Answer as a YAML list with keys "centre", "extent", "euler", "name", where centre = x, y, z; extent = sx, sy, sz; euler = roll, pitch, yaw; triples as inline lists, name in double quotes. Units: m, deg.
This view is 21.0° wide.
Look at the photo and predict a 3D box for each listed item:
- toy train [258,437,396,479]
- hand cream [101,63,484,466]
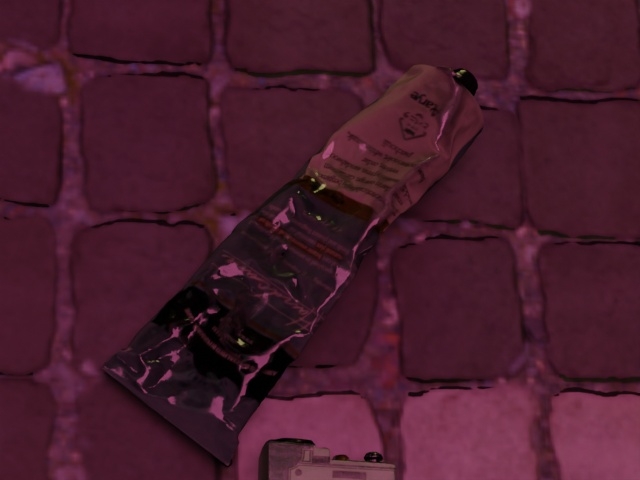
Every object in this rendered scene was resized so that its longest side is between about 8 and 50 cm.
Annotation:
- centre: [0.009, 0.126, 0.839]
  extent: [0.083, 0.033, 0.053]
  euler: [5, 66, -12]
  name: "toy train"
- centre: [0.000, 0.000, 0.881]
  extent: [0.075, 0.052, 0.248]
  euler: [32, 71, 24]
  name: "hand cream"
